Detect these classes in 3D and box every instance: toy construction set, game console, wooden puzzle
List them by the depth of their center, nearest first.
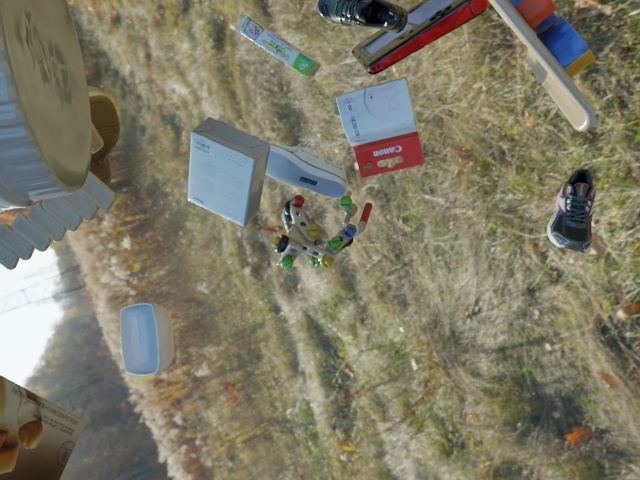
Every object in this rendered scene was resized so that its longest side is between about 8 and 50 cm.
[{"bbox_3d":[0.336,-0.384,0.854,0.348,0.081,0.322,39,-149,-29],"label":"wooden puzzle"},{"bbox_3d":[0.252,-0.583,1.403,0.060,0.342,0.386,59,-169,-24],"label":"game console"},{"bbox_3d":[0.000,0.000,1.574,0.309,0.237,0.257,-22,122,36],"label":"toy construction set"}]

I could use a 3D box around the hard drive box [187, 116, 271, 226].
[{"bbox_3d":[-0.243,-0.174,1.341,0.181,0.089,0.232,26,135,7],"label":"hard drive box"}]

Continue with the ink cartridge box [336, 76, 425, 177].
[{"bbox_3d":[0.161,-0.292,1.363,0.189,0.066,0.232,-10,101,20],"label":"ink cartridge box"}]

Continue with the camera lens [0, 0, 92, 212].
[{"bbox_3d":[-0.330,-0.116,0.357,0.219,0.275,0.219,173,90,-80],"label":"camera lens"}]

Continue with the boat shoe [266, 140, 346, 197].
[{"bbox_3d":[-0.066,-0.290,1.860,0.136,0.368,0.156,128,155,-50],"label":"boat shoe"}]

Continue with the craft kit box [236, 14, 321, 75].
[{"bbox_3d":[-0.122,-0.608,1.628,0.247,0.061,0.250,35,-163,-5],"label":"craft kit box"}]

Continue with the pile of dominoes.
[{"bbox_3d":[-0.404,-0.084,0.709,0.195,0.251,0.040,60,-160,-6],"label":"pile of dominoes"}]

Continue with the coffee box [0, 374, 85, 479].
[{"bbox_3d":[-0.385,0.209,0.536,0.098,0.141,0.246,1,143,20],"label":"coffee box"}]

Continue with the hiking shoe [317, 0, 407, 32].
[{"bbox_3d":[0.092,-0.556,1.228,0.227,0.114,0.086,15,106,15],"label":"hiking shoe"}]

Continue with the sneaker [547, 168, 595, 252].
[{"bbox_3d":[0.435,-0.059,0.884,0.072,0.178,0.077,9,136,14],"label":"sneaker"}]

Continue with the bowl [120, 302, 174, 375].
[{"bbox_3d":[-0.344,0.197,1.039,0.142,0.053,0.142,-13,80,41],"label":"bowl"}]

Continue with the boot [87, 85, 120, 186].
[{"bbox_3d":[-0.443,-0.227,0.920,0.203,0.095,0.262,59,149,15],"label":"boot"}]

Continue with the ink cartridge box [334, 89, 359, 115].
[{"bbox_3d":[0.152,-0.428,1.662,0.109,0.210,0.062,83,-158,-84],"label":"ink cartridge box"}]
